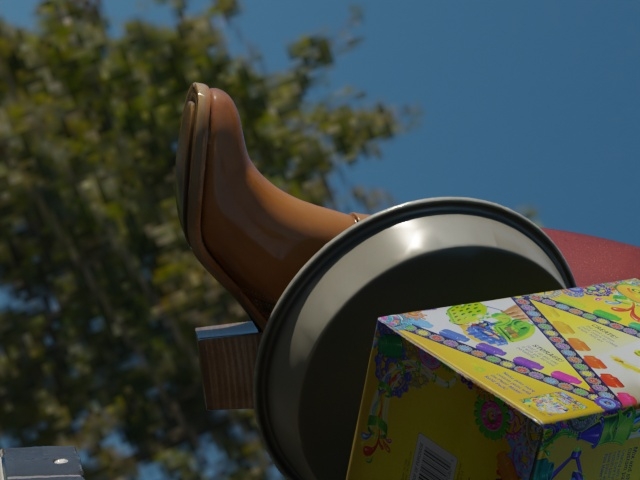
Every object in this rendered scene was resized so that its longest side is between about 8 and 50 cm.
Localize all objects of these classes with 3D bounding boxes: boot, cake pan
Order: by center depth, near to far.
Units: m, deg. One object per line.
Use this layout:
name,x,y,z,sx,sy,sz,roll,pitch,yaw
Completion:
boot,0.000,0.000,1.589,0.109,0.220,0.283,-129,-149,-78
cake pan,0.091,0.109,1.589,0.054,0.293,0.293,-132,-150,-58

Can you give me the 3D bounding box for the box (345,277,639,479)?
box,0.173,0.206,1.461,0.177,0.279,0.290,32,-61,45

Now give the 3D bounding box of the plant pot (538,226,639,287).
plant pot,0.292,0.138,2.326,0.236,0.267,0.267,-8,-66,30

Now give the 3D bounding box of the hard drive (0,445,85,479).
hard drive,-0.167,0.291,1.219,0.339,0.064,0.236,-133,-137,-71
